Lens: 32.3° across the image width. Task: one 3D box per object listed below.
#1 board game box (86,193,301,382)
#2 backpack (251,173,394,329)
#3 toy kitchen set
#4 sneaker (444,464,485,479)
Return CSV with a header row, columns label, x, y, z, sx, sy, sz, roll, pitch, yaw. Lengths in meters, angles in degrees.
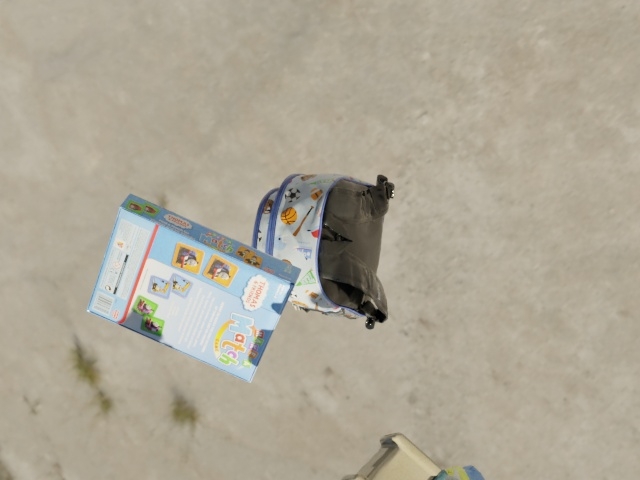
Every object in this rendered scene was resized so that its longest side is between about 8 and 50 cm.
label,x,y,z,sx,sy,sz,roll,pitch,yaw
board game box,-0.147,0.057,1.265,0.211,0.039,0.160,25,123,-1
backpack,0.000,0.000,1.873,0.213,0.263,0.277,0,80,18
toy kitchen set,0.031,0.293,1.099,0.122,0.166,0.207,49,157,-2
sneaker,0.226,0.438,1.602,0.091,0.126,0.240,-4,97,32
